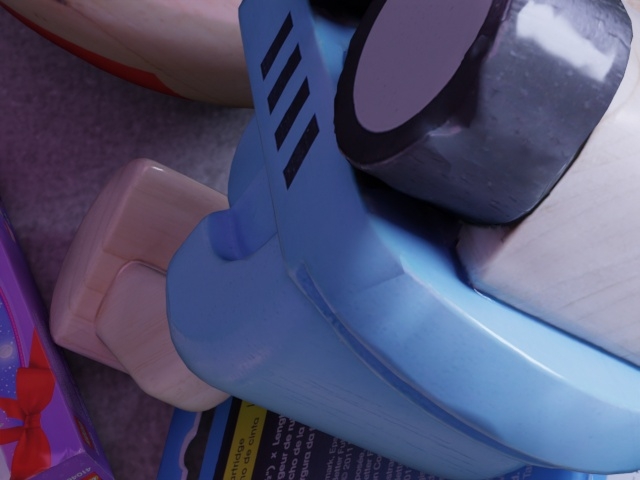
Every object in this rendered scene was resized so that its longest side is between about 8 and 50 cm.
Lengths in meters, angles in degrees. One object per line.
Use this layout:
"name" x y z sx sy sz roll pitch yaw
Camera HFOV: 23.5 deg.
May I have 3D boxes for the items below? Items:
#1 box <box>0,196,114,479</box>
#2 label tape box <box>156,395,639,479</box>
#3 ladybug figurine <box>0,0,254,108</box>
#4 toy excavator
"box" -0.276 0.070 0.982 0.201 0.057 0.293 -27 60 -1
"label tape box" 0.051 0.117 0.860 0.348 0.115 0.249 -21 47 46
"ladybug figurine" -0.101 -0.232 1.005 0.305 0.162 0.449 -37 61 -22
"toy excavator" 0.000 0.000 0.756 0.445 0.222 0.433 -50 30 25
